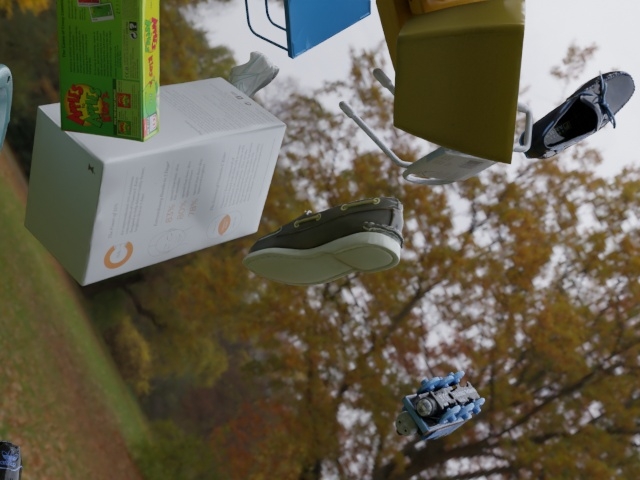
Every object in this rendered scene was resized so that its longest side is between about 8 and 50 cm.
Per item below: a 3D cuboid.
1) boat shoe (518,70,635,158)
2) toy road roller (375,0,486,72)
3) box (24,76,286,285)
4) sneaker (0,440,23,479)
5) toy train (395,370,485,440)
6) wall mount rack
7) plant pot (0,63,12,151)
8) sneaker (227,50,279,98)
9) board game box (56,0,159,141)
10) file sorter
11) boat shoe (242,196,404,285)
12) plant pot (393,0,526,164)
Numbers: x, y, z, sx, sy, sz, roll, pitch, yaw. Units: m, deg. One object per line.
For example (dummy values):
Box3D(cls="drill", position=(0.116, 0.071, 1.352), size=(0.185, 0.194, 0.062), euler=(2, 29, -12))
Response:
Box3D(cls="boat shoe", position=(0.488, -0.222, 1.726), size=(0.109, 0.258, 0.089), euler=(52, -12, -11))
Box3D(cls="toy road roller", position=(0.220, -0.428, 1.566), size=(0.240, 0.203, 0.329), euler=(-148, -140, -68))
Box3D(cls="box", position=(-0.251, -0.101, 1.450), size=(0.168, 0.345, 0.215), euler=(39, -53, 29))
Box3D(cls="sneaker", position=(-0.508, 0.350, 1.452), size=(0.232, 0.081, 0.090), euler=(-10, -117, 55))
Box3D(cls="toy train", position=(0.183, 0.264, 1.473), size=(0.080, 0.105, 0.184), euler=(53, 24, 21))
Box3D(cls="wall mount rack", position=(0.204, -0.201, 1.735), size=(0.350, 0.304, 0.130), euler=(150, -54, -72))
Box3D(cls="plant pot", position=(-0.530, -0.159, 1.161), size=(0.271, 0.255, 0.271), euler=(-165, -90, -82))
Box3D(cls="sneaker", position=(-0.145, -0.274, 1.684), size=(0.061, 0.152, 0.054), euler=(48, 11, 1))
Box3D(cls="board game box", position=(-0.210, -0.195, 0.936), size=(0.043, 0.092, 0.181), euler=(-56, 153, -64))
Box3D(cls="file sorter", position=(-0.020, -0.369, 1.393), size=(0.104, 0.170, 0.118), euler=(31, -37, 33))
Box3D(cls="boat shoe", position=(0.003, 0.002, 1.430), size=(0.305, 0.091, 0.109), euler=(-11, -34, 43))
Box3D(cls="plant pot", position=(0.214, -0.258, 1.463), size=(0.212, 0.187, 0.212), euler=(-66, 159, -62))
